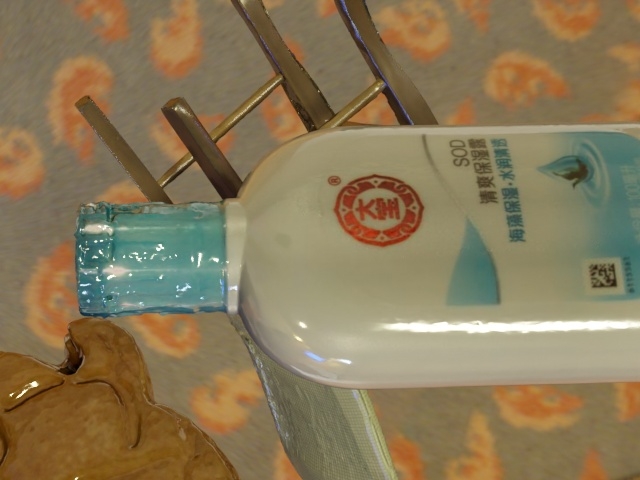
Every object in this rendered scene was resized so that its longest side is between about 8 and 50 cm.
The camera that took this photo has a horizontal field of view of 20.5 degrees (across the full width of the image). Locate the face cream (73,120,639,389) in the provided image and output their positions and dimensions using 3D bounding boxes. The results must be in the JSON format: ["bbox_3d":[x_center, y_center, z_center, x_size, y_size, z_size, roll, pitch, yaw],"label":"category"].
[{"bbox_3d":[0.038,0.006,0.949,0.336,0.080,0.163,-1,53,-4],"label":"face cream"}]

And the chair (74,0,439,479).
[{"bbox_3d":[0.000,0.000,1.169,0.186,0.160,0.319,-42,116,-23],"label":"chair"}]

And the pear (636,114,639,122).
[{"bbox_3d":[0.302,0.002,1.129,0.271,0.271,0.271,0,89,-14],"label":"pear"}]

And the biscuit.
[{"bbox_3d":[-0.231,0.210,1.335,0.394,0.070,0.350,10,64,22],"label":"biscuit"}]
